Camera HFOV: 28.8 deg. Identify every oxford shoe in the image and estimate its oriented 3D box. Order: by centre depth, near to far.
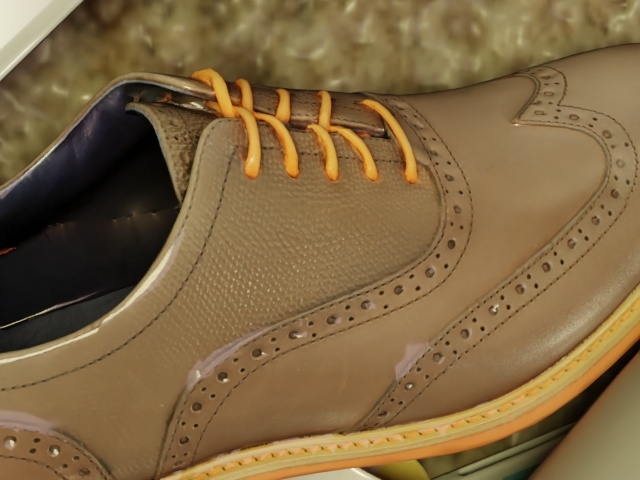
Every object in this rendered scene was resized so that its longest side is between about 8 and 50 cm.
[{"bbox_3d":[0.000,0.000,0.422,0.364,0.130,0.132,-26,135,-16],"label":"oxford shoe"}]

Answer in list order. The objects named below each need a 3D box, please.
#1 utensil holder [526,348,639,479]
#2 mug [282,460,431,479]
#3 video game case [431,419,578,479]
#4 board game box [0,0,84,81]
[{"bbox_3d":[0.170,0.201,0.412,0.327,0.327,0.385,42,83,-17],"label":"utensil holder"},{"bbox_3d":[0.009,0.114,0.503,0.064,0.078,0.062,-60,152,9],"label":"mug"},{"bbox_3d":[0.115,0.162,0.564,0.143,0.019,0.157,-20,102,-11],"label":"video game case"},{"bbox_3d":[-0.263,-0.161,0.373,0.390,0.050,0.390,-45,99,-4],"label":"board game box"}]
